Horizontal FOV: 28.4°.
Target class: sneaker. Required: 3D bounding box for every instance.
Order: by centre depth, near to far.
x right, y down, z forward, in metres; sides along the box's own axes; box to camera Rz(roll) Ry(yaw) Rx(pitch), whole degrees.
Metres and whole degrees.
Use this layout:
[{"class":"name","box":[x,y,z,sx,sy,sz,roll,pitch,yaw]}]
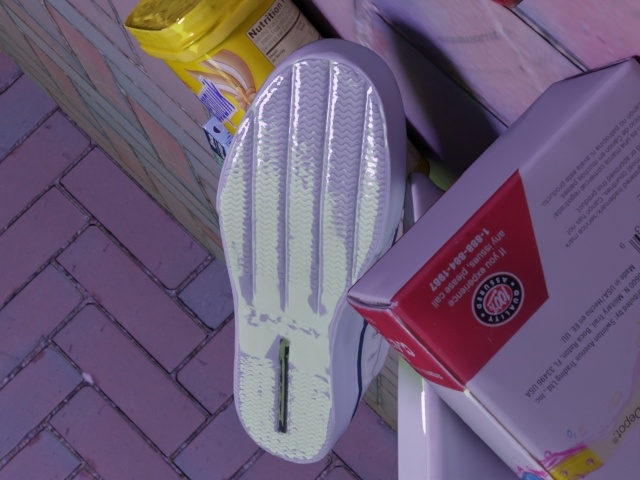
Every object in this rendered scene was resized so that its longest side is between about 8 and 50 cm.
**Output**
[{"class":"sneaker","box":[0.000,0.000,0.673,0.094,0.091,0.258,20,129,12]}]

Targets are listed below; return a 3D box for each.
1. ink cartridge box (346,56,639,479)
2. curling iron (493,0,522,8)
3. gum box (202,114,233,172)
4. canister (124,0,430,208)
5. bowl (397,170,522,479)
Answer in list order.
[{"class":"ink cartridge box","box":[0.117,0.041,0.476,0.175,0.127,0.072,46,171,-9]},{"class":"curling iron","box":[0.073,-0.083,0.409,0.068,0.035,0.274,50,170,-30]},{"class":"gum box","box":[-0.017,-0.027,1.098,0.184,0.041,0.157,44,172,11]},{"class":"canister","box":[-0.024,-0.086,0.741,0.170,0.073,0.126,47,171,-23]},{"class":"bowl","box":[0.110,0.113,0.639,0.134,0.297,0.298,0,168,1]}]
